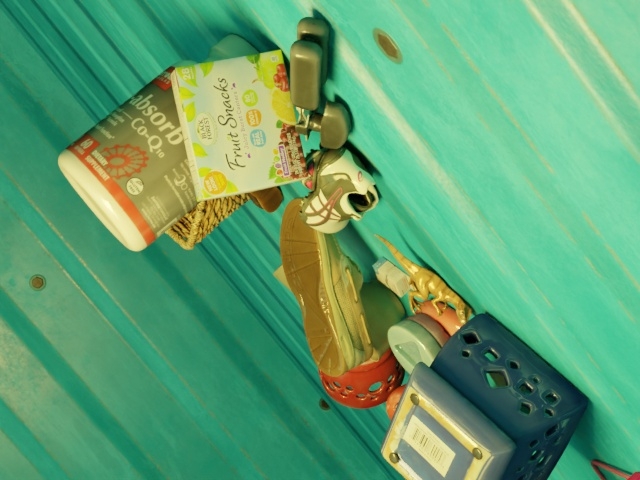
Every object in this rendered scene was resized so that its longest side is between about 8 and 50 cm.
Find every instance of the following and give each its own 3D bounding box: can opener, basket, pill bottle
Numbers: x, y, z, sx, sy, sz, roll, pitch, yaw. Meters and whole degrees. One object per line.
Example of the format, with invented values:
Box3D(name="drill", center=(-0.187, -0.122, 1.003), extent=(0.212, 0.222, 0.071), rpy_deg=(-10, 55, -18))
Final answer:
Box3D(name="can opener", center=(-0.001, -0.226, 1.543), extent=(0.093, 0.074, 0.280), rpy_deg=(11, 160, 7))
Box3D(name="basket", center=(-0.326, -0.168, 2.389), extent=(0.299, 0.223, 0.213), rpy_deg=(44, 166, 26))
Box3D(name="pill bottle", center=(-0.238, -0.170, 1.781), extent=(0.210, 0.363, 0.210), rpy_deg=(45, 167, 14))

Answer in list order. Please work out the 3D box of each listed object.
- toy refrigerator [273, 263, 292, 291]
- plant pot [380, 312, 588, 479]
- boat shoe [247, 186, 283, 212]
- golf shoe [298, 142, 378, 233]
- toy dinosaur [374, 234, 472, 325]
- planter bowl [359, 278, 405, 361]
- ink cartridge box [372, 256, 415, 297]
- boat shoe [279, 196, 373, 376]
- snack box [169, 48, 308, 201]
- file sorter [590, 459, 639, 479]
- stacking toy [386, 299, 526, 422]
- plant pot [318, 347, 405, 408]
Box3D(name="toy refrigerator", center=(-0.022, 0.058, 2.325), extent=(0.102, 0.094, 0.269), rpy_deg=(42, 168, -1))
Box3D(name="plant pot", center=(0.240, 0.295, 1.676), extent=(0.236, 0.212, 0.236), rpy_deg=(41, 133, 28))
Box3D(name="boat shoe", center=(-0.137, -0.128, 2.207), extent=(0.073, 0.073, 0.207), rpy_deg=(41, 164, 24))
Box3D(name="golf shoe", center=(0.033, -0.065, 1.782), extent=(0.120, 0.105, 0.273), rpy_deg=(37, 164, 17))
Box3D(name="toy dinosaur", center=(0.173, 0.064, 1.809), extent=(0.211, 0.064, 0.112), rpy_deg=(38, 148, 6))
Box3D(name="planter bowl", center=(0.100, 0.147, 2.129), extent=(0.162, 0.109, 0.162), rpy_deg=(46, 165, 16))
Box3D(name="ink cartridge box", center=(0.138, 0.072, 1.973), extent=(0.083, 0.028, 0.048), rpy_deg=(38, 163, 39))
Box3D(name="boat shoe", center=(0.016, 0.078, 1.987), extent=(0.121, 0.110, 0.341), rpy_deg=(0, 106, 51))
Box3D(name="snack box", center=(-0.127, -0.178, 1.658), extent=(0.070, 0.174, 0.207), rpy_deg=(169, 89, -75))
Box3D(name="file sorter", center=(0.436, 0.533, 1.735), extent=(0.202, 0.290, 0.182), rpy_deg=(51, 169, -9))
Box3D(name="stacking toy", center=(0.230, 0.281, 1.914), extent=(0.279, 0.130, 0.309), rpy_deg=(37, 151, 33))
Box3D(name="plant pot", center=(0.086, 0.242, 2.286), extent=(0.191, 0.191, 0.174), rpy_deg=(42, 159, 28))
